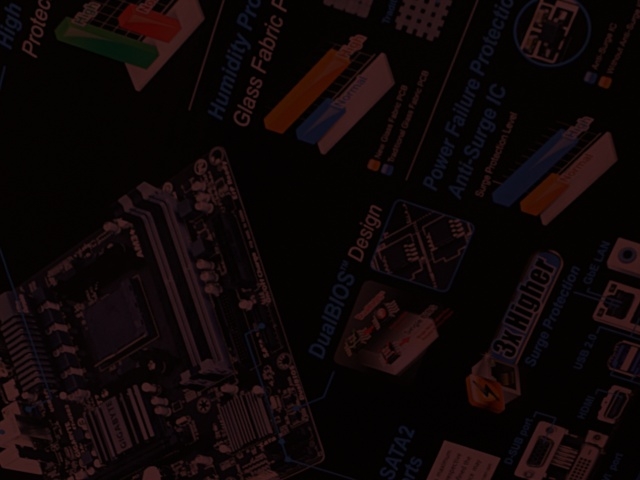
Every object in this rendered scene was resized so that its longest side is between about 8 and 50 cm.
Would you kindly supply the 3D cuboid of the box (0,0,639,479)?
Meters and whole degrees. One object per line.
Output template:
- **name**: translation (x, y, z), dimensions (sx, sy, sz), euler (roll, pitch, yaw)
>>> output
- **box**: translation (-0.019, 0.021, 0.402), dimensions (0.073, 0.293, 0.295), euler (-79, 8, -63)
